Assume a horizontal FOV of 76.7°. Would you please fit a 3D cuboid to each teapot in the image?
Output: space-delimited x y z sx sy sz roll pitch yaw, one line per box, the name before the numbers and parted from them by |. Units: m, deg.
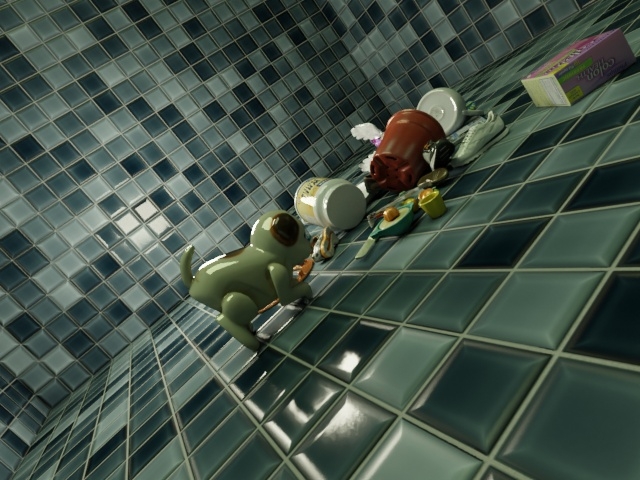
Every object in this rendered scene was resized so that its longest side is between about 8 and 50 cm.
teapot | 0.609 -0.618 1.966 0.187 0.255 0.252 -18 -21 -46

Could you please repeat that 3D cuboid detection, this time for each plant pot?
plant pot | 0.348 -0.359 1.692 0.273 0.272 0.265 -21 28 53

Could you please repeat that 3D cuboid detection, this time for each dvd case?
dvd case | 0.626 -0.472 1.821 0.253 0.022 0.180 -33 12 21

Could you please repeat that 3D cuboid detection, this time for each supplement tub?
supplement tub | 0.041 -0.166 1.811 0.228 0.228 0.316 -41 25 -14

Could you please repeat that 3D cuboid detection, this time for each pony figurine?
pony figurine | 0.402 -0.621 2.524 0.351 0.302 0.364 -11 13 47

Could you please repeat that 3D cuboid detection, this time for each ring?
ring | -0.170 0.180 1.672 0.337 0.032 0.336 -36 12 9

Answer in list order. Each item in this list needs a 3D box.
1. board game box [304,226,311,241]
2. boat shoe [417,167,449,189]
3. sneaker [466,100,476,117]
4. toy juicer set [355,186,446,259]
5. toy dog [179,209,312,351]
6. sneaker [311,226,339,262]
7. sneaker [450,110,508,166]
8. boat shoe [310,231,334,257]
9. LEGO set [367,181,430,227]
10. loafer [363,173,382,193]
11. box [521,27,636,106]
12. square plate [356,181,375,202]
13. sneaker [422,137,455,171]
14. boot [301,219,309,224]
board game box | -0.214 0.075 2.062 0.336 0.079 0.253 -35 13 13
boat shoe | 0.407 -0.215 1.433 0.056 0.049 0.152 -65 18 -13
sneaker | 0.713 -0.623 2.059 0.188 0.067 0.078 -42 -19 13
toy juicer set | 0.245 -0.081 1.315 0.329 0.089 0.209 -32 14 25
toy dog | -0.207 0.082 1.340 0.408 0.395 0.284 -48 5 -8
sneaker | 0.014 0.015 1.641 0.083 0.084 0.214 -37 12 27
sneaker | 0.550 -0.356 1.447 0.235 0.094 0.090 -41 14 1
boat shoe | 0.000 0.000 1.776 0.064 0.060 0.178 -23 19 50
LEGO set | 0.278 -0.129 1.489 0.183 0.060 0.244 -31 2 -20
loafer | 0.320 -0.310 1.860 0.268 0.084 0.096 -31 30 -8
box | 0.827 -0.553 1.325 0.214 0.117 0.243 -35 13 13
square plate | 0.189 -0.217 2.062 0.344 0.049 0.347 -21 21 51
sneaker | 0.416 -0.317 1.472 0.100 0.108 0.271 -42 -10 8
boot | -0.013 -0.161 2.311 0.258 0.095 0.123 -32 7 21
